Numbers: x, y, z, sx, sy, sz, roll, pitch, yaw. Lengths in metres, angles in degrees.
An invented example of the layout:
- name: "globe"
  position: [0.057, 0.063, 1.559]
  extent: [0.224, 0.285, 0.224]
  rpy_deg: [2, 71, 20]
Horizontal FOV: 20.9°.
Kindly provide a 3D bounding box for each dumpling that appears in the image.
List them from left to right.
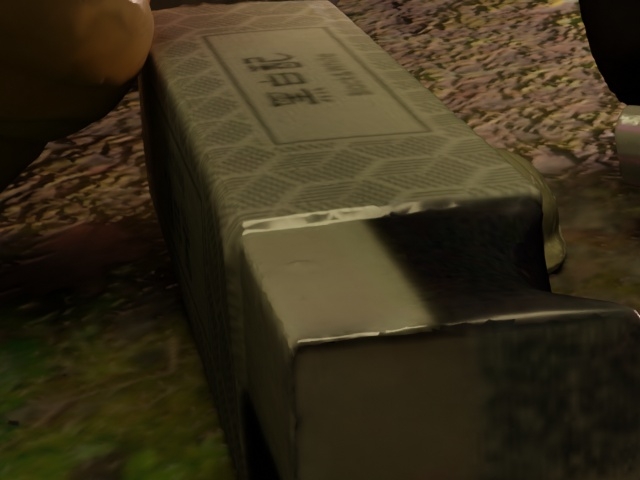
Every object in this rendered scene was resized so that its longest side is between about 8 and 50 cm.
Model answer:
- name: "dumpling"
  position: [0.075, -0.008, 0.710]
  extent: [0.043, 0.077, 0.059]
  rpy_deg: [-34, 54, 15]

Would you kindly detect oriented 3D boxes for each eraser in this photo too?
- name: "eraser"
  position: [0.000, 0.000, 0.604]
  extent: [0.096, 0.098, 0.404]
  rpy_deg: [-6, 19, -9]

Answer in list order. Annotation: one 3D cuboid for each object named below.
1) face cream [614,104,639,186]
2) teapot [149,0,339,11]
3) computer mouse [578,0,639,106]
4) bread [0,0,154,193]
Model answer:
- name: "face cream"
  position: [0.233, -0.027, 0.699]
  extent: [0.229, 0.075, 0.075]
  rpy_deg: [8, 21, 25]
- name: "teapot"
  position: [-0.071, -0.247, 1.144]
  extent: [0.300, 0.253, 0.344]
  rpy_deg: [23, 11, -11]
- name: "computer mouse"
  position: [0.244, -0.113, 0.737]
  extent: [0.183, 0.116, 0.323]
  rpy_deg: [26, -16, -25]
- name: "bread"
  position: [-0.150, -0.202, 0.760]
  extent: [0.245, 0.329, 0.424]
  rpy_deg: [-8, 52, 16]
